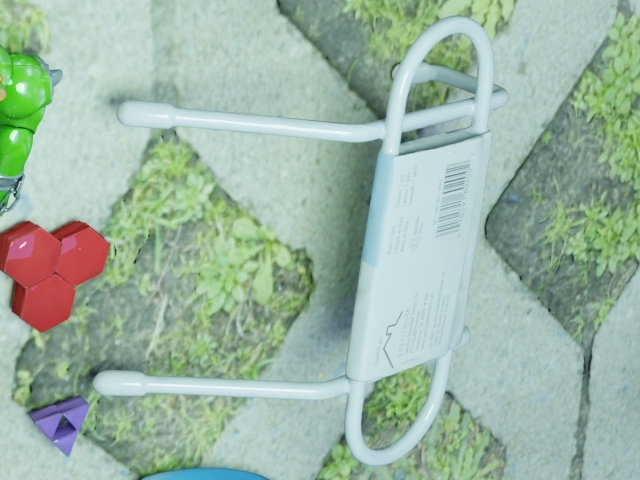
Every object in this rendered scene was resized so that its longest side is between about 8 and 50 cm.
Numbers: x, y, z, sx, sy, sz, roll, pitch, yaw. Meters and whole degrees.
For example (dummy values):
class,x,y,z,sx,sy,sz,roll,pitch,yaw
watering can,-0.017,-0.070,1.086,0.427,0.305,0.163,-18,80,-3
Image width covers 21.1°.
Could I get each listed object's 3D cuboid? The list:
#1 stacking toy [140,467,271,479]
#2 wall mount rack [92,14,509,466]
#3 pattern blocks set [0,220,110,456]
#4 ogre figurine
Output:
class,x,y,z,sx,sy,sz,roll,pitch,yaw
stacking toy,-0.112,0.337,1.323,0.175,0.166,0.302,15,116,-46
wall mount rack,0.000,0.000,1.234,0.304,0.130,0.350,-15,120,-44
pattern blocks set,-0.296,0.115,1.124,0.325,0.026,0.285,-5,114,-38
ogre figurine,-0.241,-0.084,1.032,0.197,0.097,0.118,33,107,-29
